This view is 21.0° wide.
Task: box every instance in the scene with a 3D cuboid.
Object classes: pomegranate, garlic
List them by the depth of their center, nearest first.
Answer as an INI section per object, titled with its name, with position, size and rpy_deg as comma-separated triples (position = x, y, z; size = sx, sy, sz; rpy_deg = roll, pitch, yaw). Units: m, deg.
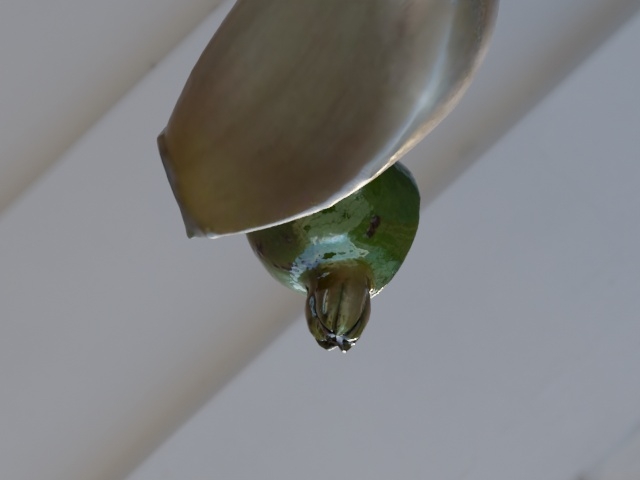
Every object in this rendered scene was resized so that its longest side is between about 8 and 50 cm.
[garlic]
position = 0.012, -0.103, 1.013
size = 0.143, 0.318, 0.112
rpy_deg = 55, -148, 12
[pomegranate]
position = -0.006, -0.004, 1.906
size = 0.159, 0.241, 0.190
rpy_deg = 17, 173, -29
